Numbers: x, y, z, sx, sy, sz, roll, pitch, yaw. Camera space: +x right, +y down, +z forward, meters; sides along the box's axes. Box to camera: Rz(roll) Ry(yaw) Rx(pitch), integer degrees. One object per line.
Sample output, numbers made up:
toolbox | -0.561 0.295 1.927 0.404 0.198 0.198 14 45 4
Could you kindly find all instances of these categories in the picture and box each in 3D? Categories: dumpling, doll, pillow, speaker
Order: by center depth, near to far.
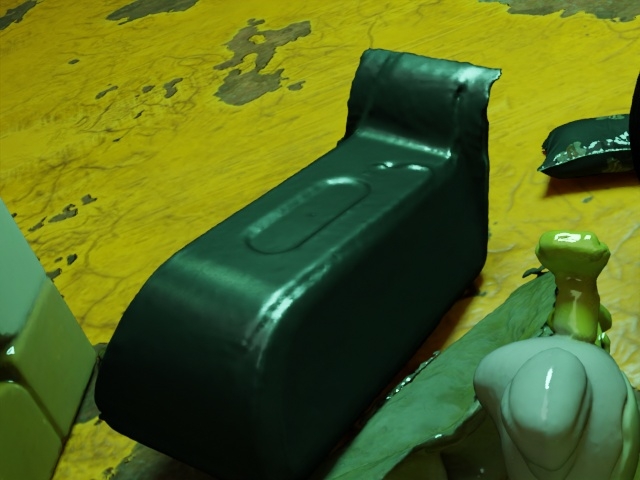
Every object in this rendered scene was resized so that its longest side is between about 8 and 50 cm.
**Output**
doll | 0.126 0.176 0.434 0.095 0.160 0.365 -8 55 17
dumpling | 0.112 0.123 0.625 0.332 0.086 0.166 -40 8 -27
speaker | 0.000 0.000 0.702 0.180 0.184 0.388 16 36 29
pillow | 0.292 -0.097 0.867 0.150 0.048 0.090 -7 40 21

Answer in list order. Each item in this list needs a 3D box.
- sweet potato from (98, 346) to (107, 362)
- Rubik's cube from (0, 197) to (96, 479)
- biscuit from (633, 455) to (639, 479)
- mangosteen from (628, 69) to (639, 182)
sweet potato | -0.123 0.098 0.801 0.214 0.050 0.050 -5 38 20
Rubik's cube | -0.429 0.117 0.665 0.347 0.346 0.344 -10 35 12
biscuit | 0.298 0.173 0.491 0.262 0.037 0.262 -8 34 5
mangosteen | 0.356 -0.064 0.626 0.288 0.288 0.288 -13 36 9
